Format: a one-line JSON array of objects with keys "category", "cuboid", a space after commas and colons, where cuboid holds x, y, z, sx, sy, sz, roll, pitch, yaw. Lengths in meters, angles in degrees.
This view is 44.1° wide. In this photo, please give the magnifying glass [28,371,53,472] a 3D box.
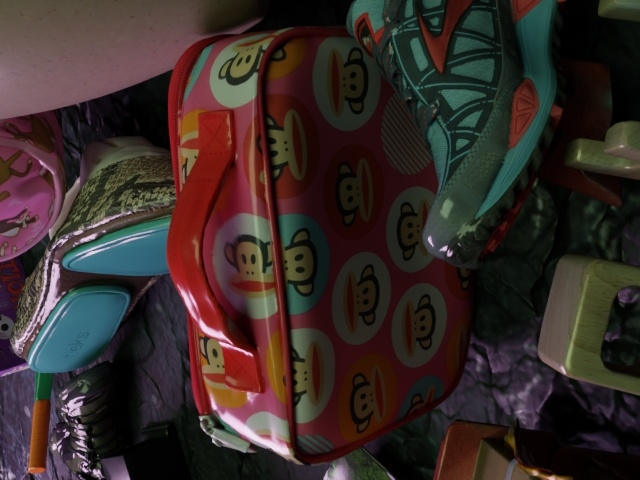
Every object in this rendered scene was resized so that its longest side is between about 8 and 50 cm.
[{"category": "magnifying glass", "cuboid": [-0.379, 0.198, 1.079, 0.092, 0.026, 0.231, 130, 139, -51]}]

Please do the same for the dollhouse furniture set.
[{"category": "dollhouse furniture set", "cuboid": [0.181, 0.062, 0.448, 0.201, 0.152, 0.374, 162, 121, -87]}]

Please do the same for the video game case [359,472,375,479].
[{"category": "video game case", "cuboid": [0.075, 0.334, 0.735, 0.173, 0.022, 0.191, 39, 126, 30]}]

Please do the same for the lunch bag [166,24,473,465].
[{"category": "lunch bag", "cuboid": [0.000, 0.000, 0.554, 0.120, 0.258, 0.293, 5, 102, 40]}]

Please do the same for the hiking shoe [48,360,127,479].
[{"category": "hiking shoe", "cuboid": [-0.289, 0.248, 1.042, 0.114, 0.086, 0.227, 45, 137, 17]}]

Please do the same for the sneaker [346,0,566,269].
[{"category": "sneaker", "cuboid": [0.072, -0.099, 0.473, 0.125, 0.262, 0.104, 13, 146, 2]}]

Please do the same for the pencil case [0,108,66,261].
[{"category": "pencil case", "cuboid": [-0.371, -0.148, 0.864, 0.167, 0.160, 0.386, -63, 34, 30]}]

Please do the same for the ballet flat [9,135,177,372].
[{"category": "ballet flat", "cuboid": [-0.236, -0.005, 0.876, 0.482, 0.164, 0.182, -36, 59, 46]}]

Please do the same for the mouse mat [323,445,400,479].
[{"category": "mouse mat", "cuboid": [0.064, 0.284, 0.712, 0.189, 0.007, 0.153, 40, 126, 32]}]

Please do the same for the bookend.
[{"category": "bookend", "cuboid": [-0.233, 0.321, 0.940, 0.072, 0.157, 0.156, -22, 86, 45]}]

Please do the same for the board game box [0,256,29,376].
[{"category": "board game box", "cuboid": [-0.542, 0.041, 1.138, 0.056, 0.208, 0.347, -34, 77, 41]}]

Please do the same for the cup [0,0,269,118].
[{"category": "cup", "cuboid": [-0.154, -0.239, 0.536, 0.236, 0.331, 0.331, 3, 107, 1]}]
